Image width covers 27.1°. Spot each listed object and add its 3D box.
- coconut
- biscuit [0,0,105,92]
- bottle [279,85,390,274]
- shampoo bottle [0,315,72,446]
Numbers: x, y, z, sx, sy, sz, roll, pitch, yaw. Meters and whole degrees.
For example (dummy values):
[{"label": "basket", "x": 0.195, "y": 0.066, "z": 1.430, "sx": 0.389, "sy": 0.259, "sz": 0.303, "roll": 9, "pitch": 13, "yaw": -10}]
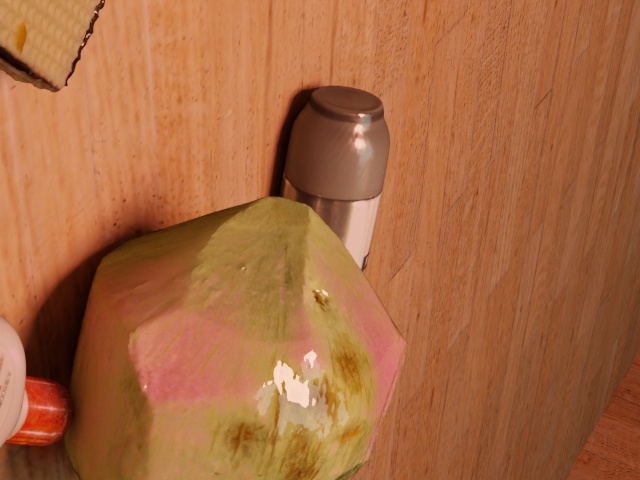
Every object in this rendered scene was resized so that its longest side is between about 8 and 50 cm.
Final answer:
[{"label": "coconut", "x": -0.053, "y": 0.081, "z": 0.849, "sx": 0.235, "sy": 0.204, "sz": 0.236, "roll": -7, "pitch": 114, "yaw": -15}, {"label": "biscuit", "x": -0.122, "y": -0.206, "z": 0.626, "sx": 0.150, "sy": 0.052, "sz": 0.252, "roll": 29, "pitch": 81, "yaw": -72}, {"label": "bottle", "x": 0.000, "y": 0.000, "z": 1.067, "sx": 0.096, "sy": 0.079, "sz": 0.254, "roll": -108, "pitch": -156, "yaw": -60}, {"label": "shampoo bottle", "x": -0.203, "y": 0.084, "z": 0.701, "sx": 0.108, "sy": 0.051, "sz": 0.221, "roll": -68, "pitch": 158, "yaw": -3}]
